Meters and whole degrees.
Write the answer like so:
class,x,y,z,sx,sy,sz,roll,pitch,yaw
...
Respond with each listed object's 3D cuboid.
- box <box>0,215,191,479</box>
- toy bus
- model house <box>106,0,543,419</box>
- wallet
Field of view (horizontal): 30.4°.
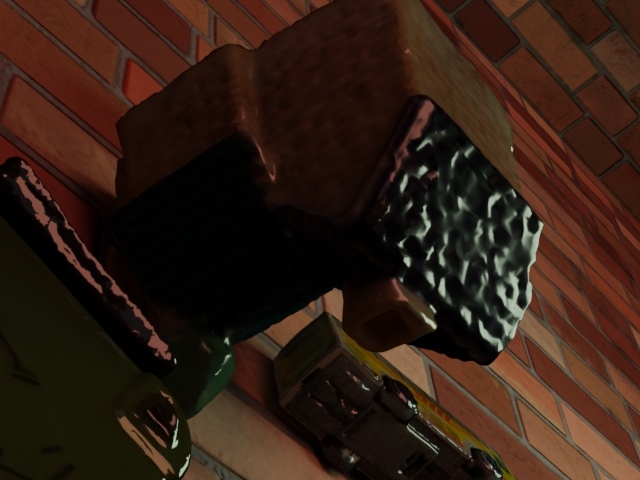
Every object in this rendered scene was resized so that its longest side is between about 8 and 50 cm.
class,x,y,z,sx,sy,sz,roll,pitch,yaw
box,-0.222,0.057,0.450,0.328,0.178,0.253,46,25,0
toy bus,0.073,0.176,1.056,0.268,0.092,0.106,41,13,-26
model house,-0.001,-0.002,0.890,0.243,0.298,0.284,45,23,-33
wallet,-0.156,0.045,0.622,0.124,0.244,0.025,50,59,-5
